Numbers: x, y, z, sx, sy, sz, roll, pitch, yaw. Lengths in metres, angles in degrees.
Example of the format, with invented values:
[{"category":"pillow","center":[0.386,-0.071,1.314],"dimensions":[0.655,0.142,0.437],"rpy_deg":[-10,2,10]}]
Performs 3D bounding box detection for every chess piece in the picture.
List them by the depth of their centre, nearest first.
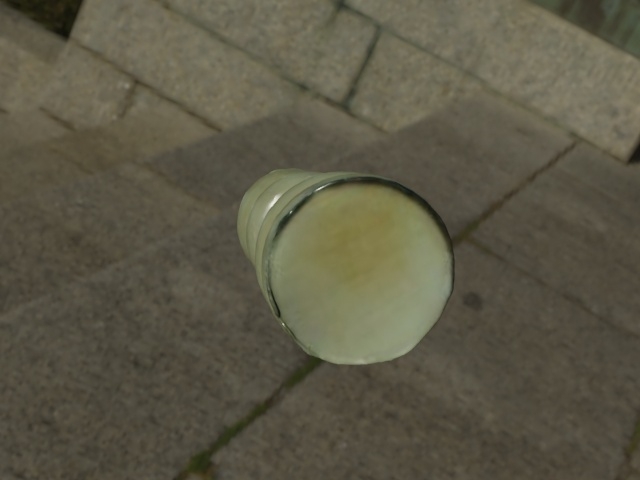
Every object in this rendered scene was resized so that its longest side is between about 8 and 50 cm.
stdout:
[{"category":"chess piece","center":[0.000,0.000,0.907],"dimensions":[0.133,0.133,0.243],"rpy_deg":[19,5,-17]}]
